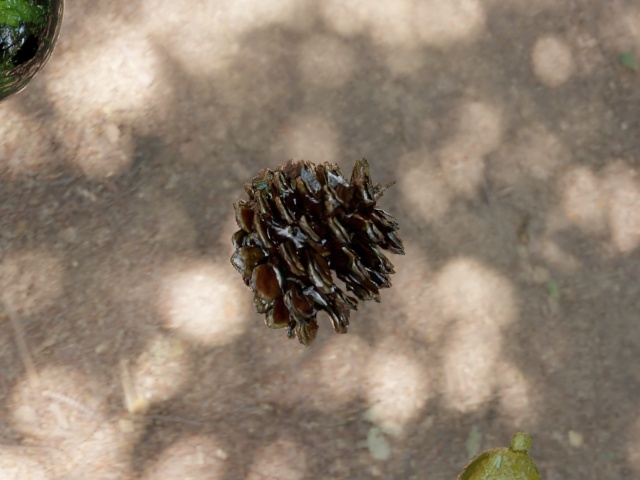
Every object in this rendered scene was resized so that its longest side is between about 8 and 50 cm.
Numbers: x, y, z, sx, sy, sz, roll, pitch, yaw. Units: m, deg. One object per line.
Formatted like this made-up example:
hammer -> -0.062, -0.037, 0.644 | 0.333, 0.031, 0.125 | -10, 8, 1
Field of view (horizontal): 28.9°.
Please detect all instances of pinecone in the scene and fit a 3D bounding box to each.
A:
pinecone -> 0.000, 0.000, 1.454 | 0.221, 0.221, 0.222 | 11, 71, -34

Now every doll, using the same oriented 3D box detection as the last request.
doll -> 0.173, 0.296, 1.211 | 0.137, 0.097, 0.210 | -42, 140, -48

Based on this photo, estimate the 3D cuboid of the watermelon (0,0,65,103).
watermelon -> -0.392, -0.256, 1.282 | 0.269, 0.269, 0.269 | 11, 71, -34
